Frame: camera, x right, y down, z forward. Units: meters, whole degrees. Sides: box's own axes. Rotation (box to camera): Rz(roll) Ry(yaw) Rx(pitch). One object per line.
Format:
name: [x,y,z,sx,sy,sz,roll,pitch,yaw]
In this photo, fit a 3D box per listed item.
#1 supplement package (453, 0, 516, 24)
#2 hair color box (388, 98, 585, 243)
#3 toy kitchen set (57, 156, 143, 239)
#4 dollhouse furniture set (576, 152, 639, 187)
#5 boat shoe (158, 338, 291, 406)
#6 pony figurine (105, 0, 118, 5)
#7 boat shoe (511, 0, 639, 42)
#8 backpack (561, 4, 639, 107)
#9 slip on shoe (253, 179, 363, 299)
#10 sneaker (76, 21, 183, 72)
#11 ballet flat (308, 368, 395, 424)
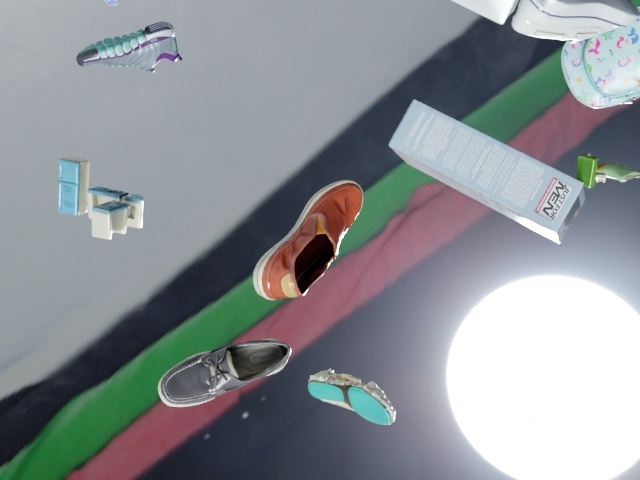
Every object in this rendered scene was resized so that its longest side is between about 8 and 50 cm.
supplement package: [0.284,-0.445,1.376,0.105,0.105,0.179,-50,165,-57]
hair color box: [0.339,-0.138,1.803,0.374,0.185,0.114,30,-87,18]
toy kitchen set: [-0.491,-0.092,1.882,0.207,0.122,0.166,11,-164,17]
dollhouse furniture set: [0.564,-0.149,1.762,0.151,0.059,0.076,-14,-155,-35]
boat shoe: [-0.193,0.261,1.833,0.285,0.103,0.092,-14,165,-21]
pony figurine: [-0.507,-0.636,1.901,0.303,0.350,0.363,-67,-154,4]
boat shoe: [0.401,-0.353,1.402,0.267,0.096,0.088,-14,150,-43]
backpack: [0.735,-0.449,2.231,0.253,0.225,0.191,-18,-173,26]
slip on shoe: [0.000,0.000,1.746,0.101,0.123,0.331,7,-139,36]
sneaker: [-0.417,-0.400,1.958,0.223,0.098,0.083,-17,-147,0]
ballet flat: [0.079,0.336,1.983,0.241,0.091,0.077,16,-145,36]
